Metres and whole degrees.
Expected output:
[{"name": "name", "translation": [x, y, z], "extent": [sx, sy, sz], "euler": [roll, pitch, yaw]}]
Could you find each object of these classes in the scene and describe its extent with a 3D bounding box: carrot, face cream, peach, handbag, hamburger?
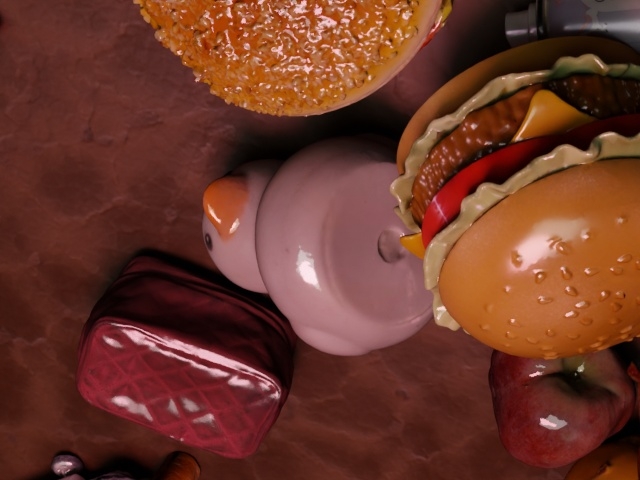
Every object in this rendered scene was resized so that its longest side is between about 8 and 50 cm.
[{"name": "carrot", "translation": [-0.185, 0.293, 1.611], "extent": [0.048, 0.139, 0.048], "euler": [11, 120, 19]}, {"name": "face cream", "translation": [0.276, -0.190, 1.240], "extent": [0.229, 0.075, 0.075], "euler": [-4, 119, 15]}, {"name": "peach", "translation": [0.228, 0.158, 1.430], "extent": [0.152, 0.152, 0.152], "euler": [6, 122, 10]}, {"name": "handbag", "translation": [-0.138, 0.122, 1.500], "extent": [0.225, 0.135, 0.146], "euler": [21, 123, -4]}, {"name": "hamburger", "translation": [-0.028, -0.252, 1.221], "extent": [0.302, 0.170, 0.302], "euler": [6, 120, 10]}, {"name": "hamburger", "translation": [0.206, -0.018, 1.209], "extent": [0.274, 0.212, 0.274], "euler": [-11, 145, -8]}]

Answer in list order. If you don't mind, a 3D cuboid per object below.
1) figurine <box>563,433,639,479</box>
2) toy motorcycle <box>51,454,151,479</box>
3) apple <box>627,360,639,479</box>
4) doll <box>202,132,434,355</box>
[{"name": "figurine", "translation": [0.326, 0.321, 1.474], "extent": [0.215, 0.215, 0.228], "euler": [16, 141, 4]}, {"name": "toy motorcycle", "translation": [-0.296, 0.354, 1.704], "extent": [0.260, 0.110, 0.171], "euler": [-22, 129, 17]}, {"name": "apple", "translation": [0.431, 0.181, 1.296], "extent": [0.317, 0.288, 0.288], "euler": [18, 123, 0]}, {"name": "doll", "translation": [0.000, 0.000, 1.377], "extent": [0.251, 0.221, 0.221], "euler": [21, 128, -32]}]
